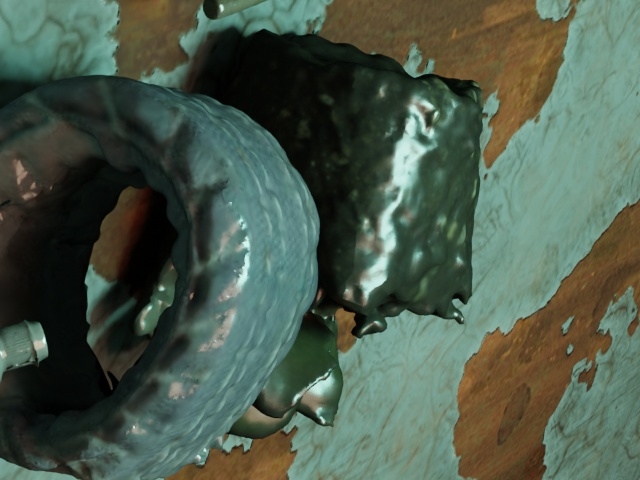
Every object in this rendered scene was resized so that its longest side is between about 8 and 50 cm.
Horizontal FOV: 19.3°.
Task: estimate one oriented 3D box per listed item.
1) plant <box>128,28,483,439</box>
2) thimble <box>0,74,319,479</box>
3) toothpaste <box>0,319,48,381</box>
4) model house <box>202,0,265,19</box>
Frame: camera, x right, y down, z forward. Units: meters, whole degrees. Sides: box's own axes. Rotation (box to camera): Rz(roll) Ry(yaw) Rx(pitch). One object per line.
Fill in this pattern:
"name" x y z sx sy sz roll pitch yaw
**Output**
"plant" 0.000 0.000 1.307 0.199 0.188 0.276 0 112 -59
"thimble" -0.111 0.024 1.116 0.172 0.205 0.236 10 86 -68
"toothpaste" -0.265 0.084 0.993 0.248 0.047 0.078 -16 131 -18
"model house" -0.013 -0.241 1.161 0.229 0.122 0.188 -40 146 -42
